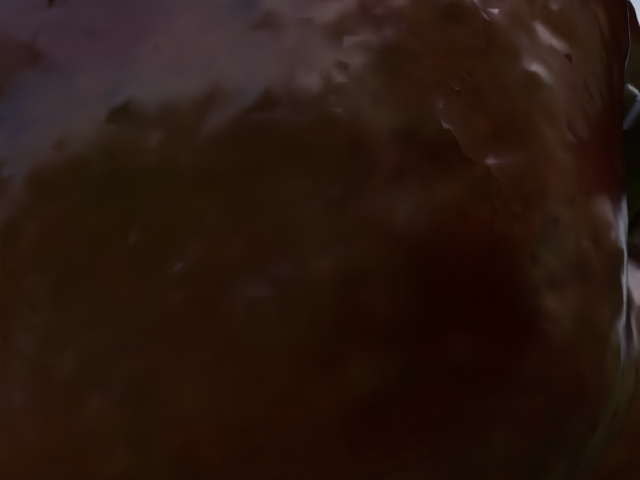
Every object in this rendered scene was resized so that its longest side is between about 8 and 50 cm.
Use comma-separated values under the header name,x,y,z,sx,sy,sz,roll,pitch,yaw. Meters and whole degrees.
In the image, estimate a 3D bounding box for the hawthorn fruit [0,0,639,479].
name,x,y,z,sx,sy,sz,roll,pitch,yaw
hawthorn fruit,0.000,0.000,0.450,0.330,0.287,0.287,-17,-35,23
